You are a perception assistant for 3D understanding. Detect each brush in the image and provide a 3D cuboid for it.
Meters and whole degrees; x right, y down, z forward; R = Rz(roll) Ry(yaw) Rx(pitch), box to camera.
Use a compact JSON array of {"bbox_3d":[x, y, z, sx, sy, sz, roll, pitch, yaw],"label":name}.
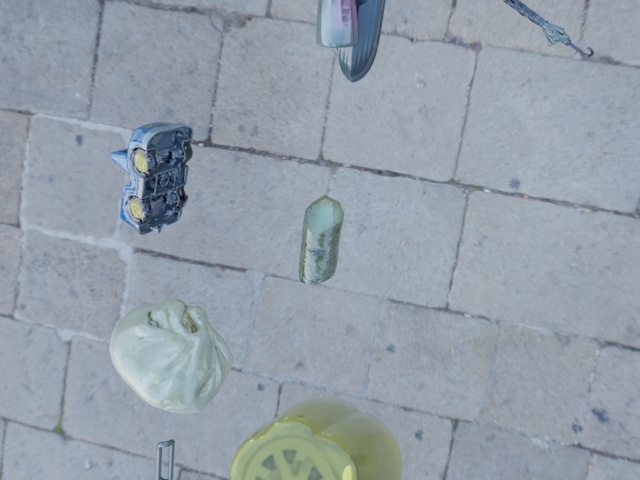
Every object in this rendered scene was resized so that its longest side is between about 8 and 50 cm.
[{"bbox_3d":[-0.232,0.376,0.858,0.062,0.027,0.266,-7,126,-28],"label":"brush"}]

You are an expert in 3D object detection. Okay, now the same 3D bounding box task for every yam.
[{"bbox_3d":[0.000,0.000,0.985,0.069,0.070,0.146,10,110,8],"label":"yam"}]

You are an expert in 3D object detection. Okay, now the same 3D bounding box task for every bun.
[{"bbox_3d":[-0.256,0.192,1.055,0.231,0.231,0.133,42,119,3],"label":"bun"}]

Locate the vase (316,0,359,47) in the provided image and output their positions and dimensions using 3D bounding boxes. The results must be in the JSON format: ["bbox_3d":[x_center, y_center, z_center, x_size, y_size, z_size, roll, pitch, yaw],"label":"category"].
[{"bbox_3d":[0.031,-0.486,1.115,0.086,0.086,0.214,3,118,9],"label":"vase"}]

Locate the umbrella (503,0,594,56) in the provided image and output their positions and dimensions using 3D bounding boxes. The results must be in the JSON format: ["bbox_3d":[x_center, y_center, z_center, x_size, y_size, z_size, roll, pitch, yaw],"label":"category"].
[{"bbox_3d":[0.441,-0.446,1.193,0.269,0.044,0.044,32,81,-3],"label":"umbrella"}]

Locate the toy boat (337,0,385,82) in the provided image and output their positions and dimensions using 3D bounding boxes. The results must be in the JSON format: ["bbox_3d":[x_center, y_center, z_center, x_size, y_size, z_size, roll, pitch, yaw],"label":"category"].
[{"bbox_3d":[0.083,-0.453,1.229,0.093,0.103,0.246,14,124,11],"label":"toy boat"}]

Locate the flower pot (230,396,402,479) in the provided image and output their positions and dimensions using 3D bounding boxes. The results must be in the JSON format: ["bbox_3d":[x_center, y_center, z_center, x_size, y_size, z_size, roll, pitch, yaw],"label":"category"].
[{"bbox_3d":[-0.010,0.269,0.638,0.195,0.179,0.195,-4,72,13],"label":"flower pot"}]

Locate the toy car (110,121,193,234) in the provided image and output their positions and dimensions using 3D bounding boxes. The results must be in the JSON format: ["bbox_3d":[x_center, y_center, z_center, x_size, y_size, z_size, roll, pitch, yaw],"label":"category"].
[{"bbox_3d":[-0.274,-0.107,0.932,0.100,0.097,0.191,31,124,21],"label":"toy car"}]
